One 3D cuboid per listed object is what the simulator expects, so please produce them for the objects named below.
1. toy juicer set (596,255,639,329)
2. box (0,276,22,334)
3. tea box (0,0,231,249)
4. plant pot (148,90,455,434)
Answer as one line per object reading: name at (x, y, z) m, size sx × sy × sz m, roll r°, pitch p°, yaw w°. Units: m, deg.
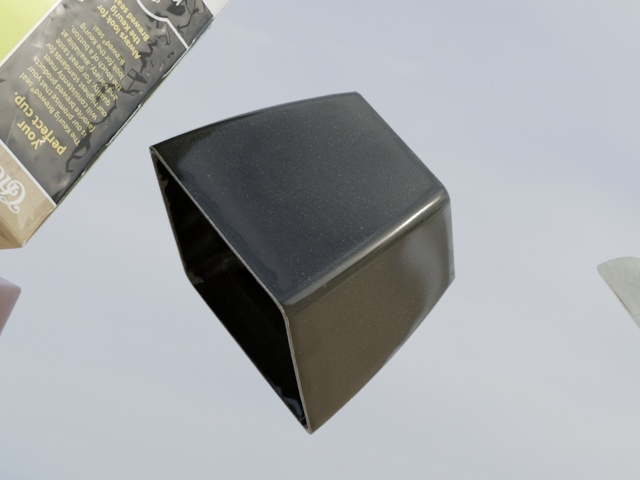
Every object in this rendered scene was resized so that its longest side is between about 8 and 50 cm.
toy juicer set at (0.325, 0.062, 1.131) m, size 0.329 × 0.089 × 0.209 m, roll -7°, pitch 20°, yaw 18°
box at (-0.471, 0.055, 1.875) m, size 0.191 × 0.143 × 0.381 m, roll 26°, pitch -1°, yaw 12°
tea box at (-0.277, -0.211, 1.335) m, size 0.220 × 0.323 × 0.329 m, roll -5°, pitch -50°, yaw 50°
plant pot at (0.000, 0.000, 1.413) m, size 0.187 × 0.167 × 0.188 m, roll 50°, pitch -17°, yaw 31°
